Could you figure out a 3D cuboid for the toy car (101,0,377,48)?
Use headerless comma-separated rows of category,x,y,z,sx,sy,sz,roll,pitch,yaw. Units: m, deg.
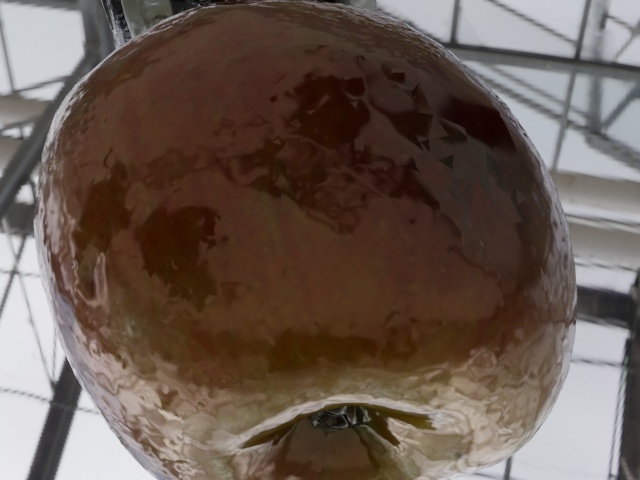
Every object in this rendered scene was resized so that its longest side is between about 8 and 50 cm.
toy car,-0.040,-0.115,0.740,0.193,0.301,0.118,-17,-148,-12

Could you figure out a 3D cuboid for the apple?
apple,0.000,0.000,0.404,0.195,0.160,0.173,20,-141,-30
